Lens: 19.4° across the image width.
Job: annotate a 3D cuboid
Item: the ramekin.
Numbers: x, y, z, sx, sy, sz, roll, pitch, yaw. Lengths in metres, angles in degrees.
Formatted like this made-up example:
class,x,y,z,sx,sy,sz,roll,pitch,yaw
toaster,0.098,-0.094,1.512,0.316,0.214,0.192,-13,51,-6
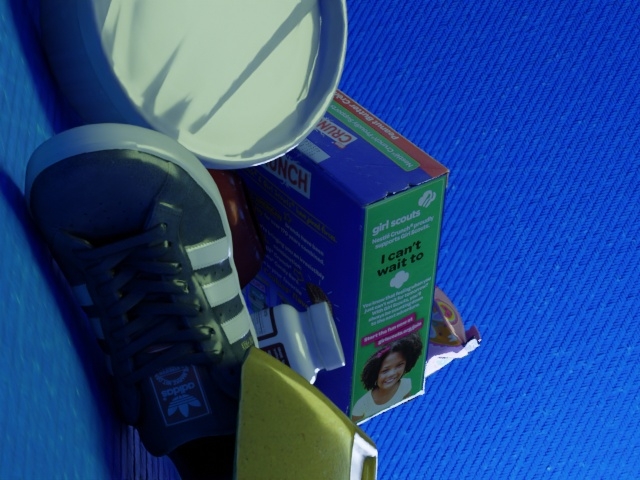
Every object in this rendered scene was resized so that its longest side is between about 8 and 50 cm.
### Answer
class,x,y,z,sx,sy,sz,roll,pitch,yaw
ramekin,-0.117,-0.191,1.610,0.127,0.273,0.273,-7,-76,51

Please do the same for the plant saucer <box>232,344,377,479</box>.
class,x,y,z,sx,sy,sz,roll,pitch,yaw
plant saucer,-0.010,0.263,1.427,0.333,0.081,0.333,57,37,-79

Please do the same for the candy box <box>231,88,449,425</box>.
class,x,y,z,sx,sy,sz,roll,pitch,yaw
candy box,0.000,0.000,2.039,0.268,0.122,0.317,41,-37,37

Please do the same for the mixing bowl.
class,x,y,z,sx,sy,sz,roll,pitch,yaw
mixing bowl,-0.116,-0.011,1.963,0.181,0.098,0.181,-17,90,-88

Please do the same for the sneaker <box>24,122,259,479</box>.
class,x,y,z,sx,sy,sz,roll,pitch,yaw
sneaker,-0.111,0.062,1.356,0.350,0.131,0.148,64,13,-50

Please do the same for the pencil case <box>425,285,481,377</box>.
class,x,y,z,sx,sy,sz,roll,pitch,yaw
pencil case,0.060,0.164,2.368,0.124,0.284,0.124,54,9,-12

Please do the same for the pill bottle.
class,x,y,z,sx,sy,sz,roll,pitch,yaw
pill bottle,-0.057,0.111,1.788,0.086,0.152,0.086,-17,90,-87
